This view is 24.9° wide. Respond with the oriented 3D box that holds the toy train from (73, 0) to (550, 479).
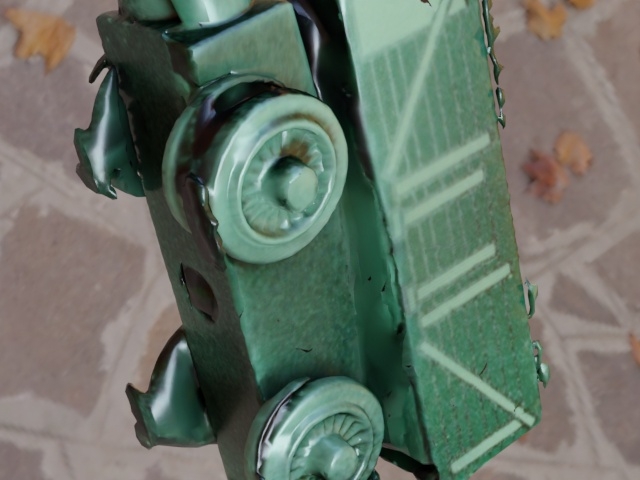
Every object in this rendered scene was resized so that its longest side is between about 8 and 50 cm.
[{"bbox_3d":[0.000,0.000,0.559,0.154,0.115,0.269,-29,122,-29],"label":"toy train"}]
